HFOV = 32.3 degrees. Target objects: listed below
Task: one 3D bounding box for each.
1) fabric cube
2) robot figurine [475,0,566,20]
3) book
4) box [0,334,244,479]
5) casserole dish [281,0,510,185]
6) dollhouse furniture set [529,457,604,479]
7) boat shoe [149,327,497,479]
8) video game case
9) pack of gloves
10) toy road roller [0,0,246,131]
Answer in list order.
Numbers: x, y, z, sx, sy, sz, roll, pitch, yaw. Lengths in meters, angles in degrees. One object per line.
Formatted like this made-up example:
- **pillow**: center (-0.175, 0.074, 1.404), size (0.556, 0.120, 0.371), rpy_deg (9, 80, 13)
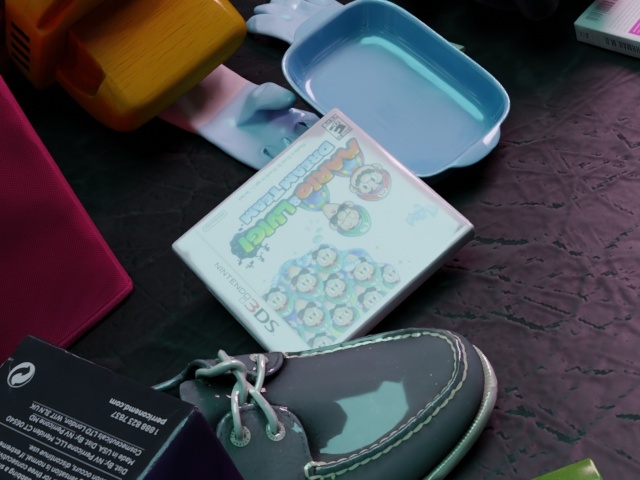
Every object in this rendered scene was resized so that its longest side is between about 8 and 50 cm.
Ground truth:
- **fabric cube**: center (-0.340, -0.021, 0.785), size (0.259, 0.258, 0.254), rpy_deg (-41, 44, -19)
- **robot figurine**: center (0.163, -0.300, 0.917), size (0.209, 0.173, 0.278), rpy_deg (0, 42, -9)
- **book**: center (0.280, -0.171, 0.837), size (0.096, 0.035, 0.144), rpy_deg (-45, 46, -18)
- **box**: center (-0.089, 0.197, 0.454), size (0.103, 0.261, 0.184), rpy_deg (17, 56, 35)
- **casserole dish**: center (0.055, -0.109, 0.836), size (0.114, 0.037, 0.188), rpy_deg (-39, 64, -18)
- **dollhouse furniture set**: center (0.147, 0.181, 0.519), size (0.076, 0.058, 0.152), rpy_deg (-21, 42, 3)
- **boat shoe**: center (-0.052, 0.120, 0.636), size (0.319, 0.099, 0.116), rpy_deg (-22, 42, 1)
- **video game case**: center (0.000, 0.000, 0.754), size (0.157, 0.019, 0.143), rpy_deg (-41, 62, -10)
- **pack of gloves**: center (-0.028, -0.152, 0.940), size (0.195, 0.046, 0.232), rpy_deg (-43, 46, -19)
- **toy road roller**: center (-0.204, -0.206, 0.977), size (0.202, 0.240, 0.329), rpy_deg (-41, 2, -18)
